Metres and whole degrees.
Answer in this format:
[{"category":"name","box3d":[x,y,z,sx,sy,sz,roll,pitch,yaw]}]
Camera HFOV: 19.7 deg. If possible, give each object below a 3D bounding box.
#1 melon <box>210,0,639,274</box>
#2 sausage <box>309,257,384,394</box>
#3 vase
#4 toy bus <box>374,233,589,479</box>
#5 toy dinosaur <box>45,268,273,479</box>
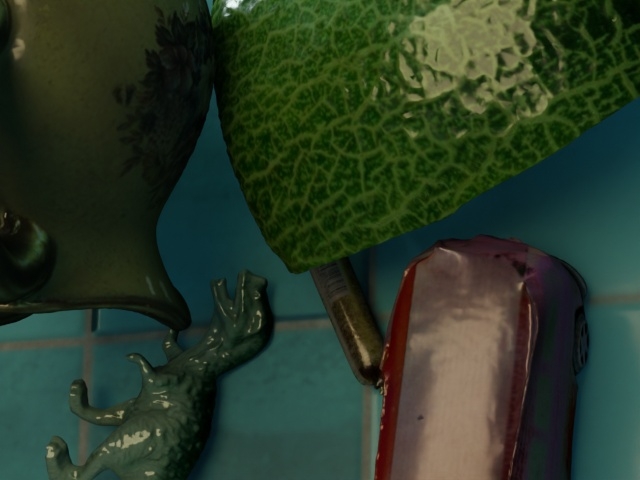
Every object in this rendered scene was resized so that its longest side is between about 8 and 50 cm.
[{"category":"melon","box3d":[0.106,-0.159,1.307,0.343,0.226,0.331,-27,50,37]},{"category":"sausage","box3d":[0.000,0.000,1.412,0.033,0.033,0.269,-29,65,15]},{"category":"vase","box3d":[-0.201,-0.063,1.263,0.241,0.329,0.302,1,100,11]},{"category":"toy bus","box3d":[0.107,0.143,1.262,0.127,0.147,0.302,2,78,20]},{"category":"toy dinosaur","box3d":[-0.170,0.178,1.410,0.129,0.076,0.383,26,83,22]}]
